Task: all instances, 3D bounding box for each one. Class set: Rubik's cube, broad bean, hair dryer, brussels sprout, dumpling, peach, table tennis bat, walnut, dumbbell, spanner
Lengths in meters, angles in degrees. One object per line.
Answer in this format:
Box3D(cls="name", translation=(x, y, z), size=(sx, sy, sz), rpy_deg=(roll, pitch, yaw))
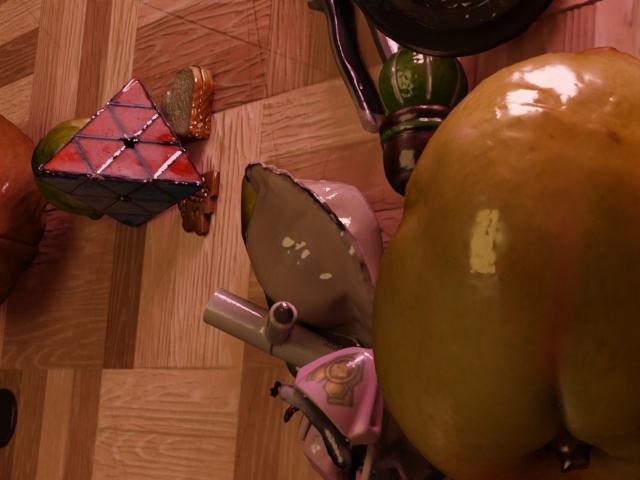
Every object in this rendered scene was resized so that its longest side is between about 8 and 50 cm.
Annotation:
Box3D(cls="Rubik's cube", translation=(-0.235, -0.061, 1.559), size=(0.190, 0.211, 0.178), rpy_deg=(30, 147, 20))
Box3D(cls="broad bean", translation=(-0.039, 0.053, 1.306), size=(0.067, 0.075, 0.325), rpy_deg=(-28, 59, 14))
Box3D(cls="hair dryer", translation=(-0.054, 0.073, 1.154), size=(0.155, 0.183, 0.044), rpy_deg=(22, 74, 14))
Box3D(cls="brussels sprout", translation=(-0.342, -0.111, 1.647), size=(0.149, 0.122, 0.151), rpy_deg=(-98, 28, -55))
Box3D(cls="dumpling", translation=(0.000, 0.000, 1.197), size=(0.142, 0.172, 0.247), rpy_deg=(-36, 64, -13))
Box3D(cls="peach", translation=(0.187, 0.029, 0.864), size=(0.314, 0.281, 0.315), rpy_deg=(93, -169, -51))
Box3D(cls="table tennis bat", translation=(-0.529, 0.286, 1.885), size=(0.158, 0.014, 0.095), rpy_deg=(-12, 73, 47))
Box3D(cls="walnut", translation=(-0.593, -0.046, 1.811), size=(0.398, 0.308, 0.354), rpy_deg=(10, 89, 53))
Box3D(cls="dumbbell", translation=(0.125, -0.261, 1.042), size=(0.192, 0.290, 0.192), rpy_deg=(3, 104, 13))
Box3D(cls="spanner", translation=(0.033, -0.267, 1.317), size=(0.095, 0.040, 0.325), rpy_deg=(-45, 51, 35))

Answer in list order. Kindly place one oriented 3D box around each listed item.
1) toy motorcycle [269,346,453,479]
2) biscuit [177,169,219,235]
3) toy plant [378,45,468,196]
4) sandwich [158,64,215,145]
Box3D(cls="toy motorcycle", translation=(0.021, 0.214, 1.091), size=(0.143, 0.188, 0.327), rpy_deg=(40, 112, 41))
Box3D(cls="biscuit", translation=(-0.155, -0.051, 1.512), size=(0.092, 0.016, 0.082), rpy_deg=(-60, 42, 24))
Box3D(cls="toy plant", translation=(0.102, -0.125, 1.154), size=(0.093, 0.093, 0.162), rpy_deg=(-26, 60, 45))
Box3D(cls="sandwich", translation=(-0.178, -0.180, 1.555), size=(0.093, 0.036, 0.105), rpy_deg=(1, 82, 50))
